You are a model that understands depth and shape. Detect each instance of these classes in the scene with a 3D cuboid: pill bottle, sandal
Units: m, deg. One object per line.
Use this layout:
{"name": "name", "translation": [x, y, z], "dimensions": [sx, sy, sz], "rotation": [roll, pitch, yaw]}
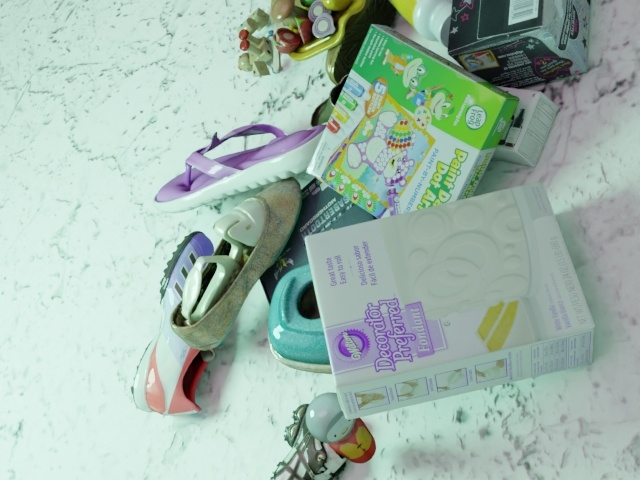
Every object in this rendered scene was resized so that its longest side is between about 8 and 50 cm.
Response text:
{"name": "pill bottle", "translation": [0.179, -0.380, 1.862], "dimensions": [0.103, 0.103, 0.184], "rotation": [-46, 45, 14]}
{"name": "sandal", "translation": [-0.135, -0.147, 1.971], "dimensions": [0.416, 0.102, 0.169], "rotation": [-14, 20, 40]}

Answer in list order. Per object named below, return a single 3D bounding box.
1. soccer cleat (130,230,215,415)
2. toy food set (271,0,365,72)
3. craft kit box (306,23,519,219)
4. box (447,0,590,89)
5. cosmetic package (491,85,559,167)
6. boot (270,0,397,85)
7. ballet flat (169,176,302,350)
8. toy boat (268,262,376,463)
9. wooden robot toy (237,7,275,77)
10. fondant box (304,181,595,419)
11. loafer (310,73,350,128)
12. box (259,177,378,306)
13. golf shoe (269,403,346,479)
{"name": "soccer cleat", "translation": [-0.215, 0.139, 1.958], "dimensions": [0.116, 0.108, 0.318], "rotation": [7, 70, 23]}
{"name": "toy food set", "translation": [-0.028, -0.370, 1.944], "dimensions": [0.218, 0.071, 0.128], "rotation": [-21, 52, 39]}
{"name": "craft kit box", "translation": [0.128, -0.149, 1.705], "dimensions": [0.247, 0.061, 0.250], "rotation": [33, 110, 24]}
{"name": "box", "translation": [0.299, -0.363, 1.717], "dimensions": [0.163, 0.142, 0.247], "rotation": [-10, 63, 38]}
{"name": "cosmetic package", "translation": [0.227, -0.181, 1.741], "dimensions": [0.239, 0.060, 0.099], "rotation": [16, 78, 46]}
{"name": "boot", "translation": [0.006, -0.381, 2.041], "dimensions": [0.269, 0.089, 0.236], "rotation": [17, 73, 47]}
{"name": "ballet flat", "translation": [-0.137, 0.028, 1.845], "dimensions": [0.107, 0.106, 0.316], "rotation": [27, 89, 48]}
{"name": "toy boat", "translation": [0.038, 0.148, 1.642], "dimensions": [0.267, 0.148, 0.318], "rotation": [-11, 55, 21]}
{"name": "wooden robot toy", "translation": [-0.133, -0.348, 2.159], "dimensions": [0.079, 0.076, 0.173], "rotation": [-37, 47, 37]}
{"name": "fondant box", "translation": [0.163, 0.075, 1.530], "dimensions": [0.330, 0.096, 0.238], "rotation": [-14, 54, 2]}
{"name": "loafer", "translation": [0.050, -0.228, 1.876], "dimensions": [0.251, 0.087, 0.094], "rotation": [-20, 48, 56]}
{"name": "box", "translation": [0.000, 0.000, 1.852], "dimensions": [0.233, 0.059, 0.183], "rotation": [-41, 47, 20]}
{"name": "golf shoe", "translation": [-0.014, 0.330, 1.675], "dimensions": [0.094, 0.077, 0.198], "rotation": [-4, 66, 41]}
